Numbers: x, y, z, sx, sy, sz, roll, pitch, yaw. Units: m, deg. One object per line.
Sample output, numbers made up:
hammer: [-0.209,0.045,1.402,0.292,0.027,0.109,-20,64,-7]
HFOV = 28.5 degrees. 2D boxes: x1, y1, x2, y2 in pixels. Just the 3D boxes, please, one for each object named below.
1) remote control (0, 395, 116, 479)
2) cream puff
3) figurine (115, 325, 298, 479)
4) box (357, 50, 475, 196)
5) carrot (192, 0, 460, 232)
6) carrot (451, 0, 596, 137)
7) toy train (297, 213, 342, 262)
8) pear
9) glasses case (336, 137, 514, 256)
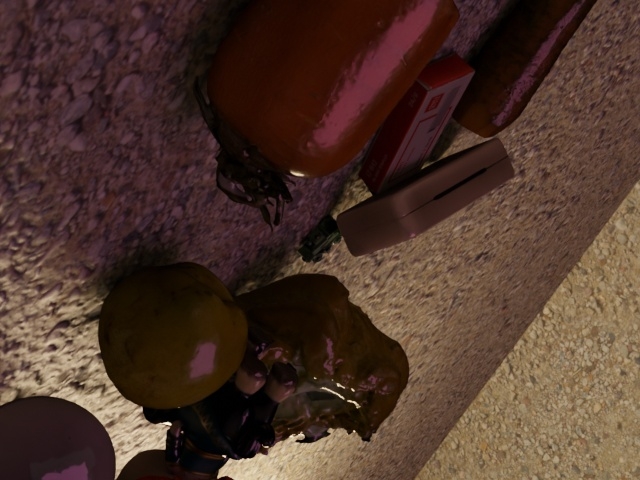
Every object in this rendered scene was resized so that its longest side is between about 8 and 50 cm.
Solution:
remote control: [-0.405,0.357,1.650,0.221,0.103,0.332,32,91,-32]
cream puff: [-0.031,0.169,1.991,0.323,0.269,0.274,-10,-161,5]
figurine: [-0.182,0.304,1.773,0.241,0.306,0.411,15,84,-58]
box: [0.143,-0.174,1.922,0.123,0.050,0.229,-27,153,-42]
carrot: [-0.019,-0.179,1.373,0.193,0.214,0.331,23,109,-39]
carrot: [0.315,-0.299,1.946,0.302,0.114,0.114,-57,158,19]
toy train: [0.000,0.000,2.007,0.083,0.033,0.053,-43,156,-6]
pear: [-0.194,0.123,1.625,0.200,0.200,0.200,-39,160,-18]
glasses case: [0.176,-0.073,2.047,0.144,0.076,0.336,-19,-173,41]
